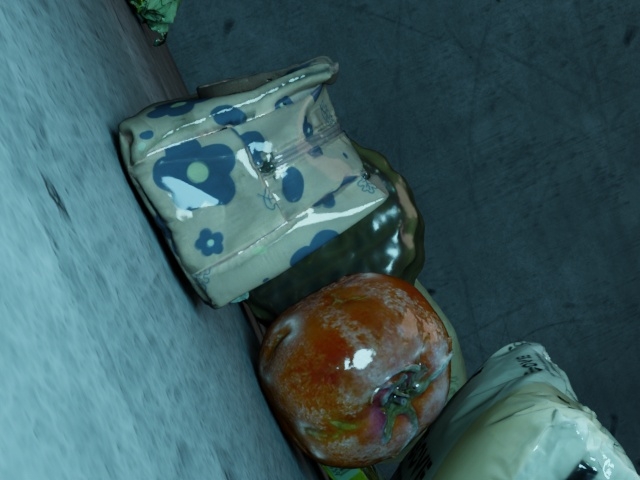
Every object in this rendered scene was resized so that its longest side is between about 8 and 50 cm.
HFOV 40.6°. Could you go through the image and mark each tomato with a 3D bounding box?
[{"bbox_3d":[0.039,0.148,1.010,0.188,0.232,0.232,35,-25,46],"label":"tomato"}]

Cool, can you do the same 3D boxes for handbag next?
[{"bbox_3d":[-0.058,-0.065,0.786,0.190,0.193,0.251,62,-2,-11],"label":"handbag"}]

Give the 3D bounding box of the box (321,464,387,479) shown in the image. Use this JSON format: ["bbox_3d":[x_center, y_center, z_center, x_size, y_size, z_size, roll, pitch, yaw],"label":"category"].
[{"bbox_3d":[0.051,0.336,1.249,0.335,0.047,0.187,57,0,-13],"label":"box"}]

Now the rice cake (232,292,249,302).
[{"bbox_3d":[-0.127,0.004,1.089,0.042,0.030,0.180,76,-9,-48],"label":"rice cake"}]

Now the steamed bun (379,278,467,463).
[{"bbox_3d":[0.076,0.212,1.675,0.371,0.290,0.456,57,-10,42],"label":"steamed bun"}]

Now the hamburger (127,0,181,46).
[{"bbox_3d":[-0.344,-0.559,1.766,0.276,0.150,0.261,89,-21,-83],"label":"hamburger"}]

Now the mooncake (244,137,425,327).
[{"bbox_3d":[0.000,0.000,1.189,0.290,0.290,0.161,65,6,13],"label":"mooncake"}]

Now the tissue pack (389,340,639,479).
[{"bbox_3d":[0.177,0.303,0.941,0.195,0.390,0.375,34,2,-5],"label":"tissue pack"}]
